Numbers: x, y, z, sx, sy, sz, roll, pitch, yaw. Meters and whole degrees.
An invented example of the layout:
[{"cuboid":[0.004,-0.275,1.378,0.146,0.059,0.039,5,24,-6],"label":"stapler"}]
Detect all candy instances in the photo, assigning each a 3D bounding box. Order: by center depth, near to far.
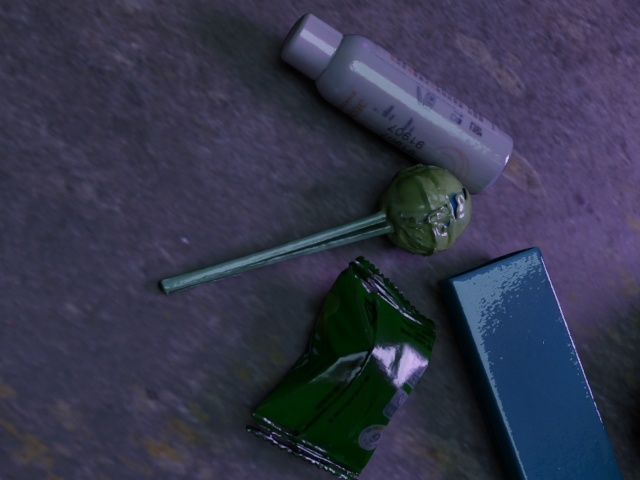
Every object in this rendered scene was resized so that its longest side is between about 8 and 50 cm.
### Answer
[{"cuboid":[0.033,0.130,0.797,0.141,0.078,0.203,33,76,-12],"label":"candy"},{"cuboid":[0.000,0.000,0.816,0.336,0.092,0.093,-15,126,-15],"label":"candy"}]

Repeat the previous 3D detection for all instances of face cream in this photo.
[{"cuboid":[0.080,-0.149,0.860,0.269,0.082,0.082,30,72,-12],"label":"face cream"}]

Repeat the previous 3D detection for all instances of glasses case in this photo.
[{"cuboid":[0.227,0.167,0.871,0.117,0.070,0.300,-18,89,-16],"label":"glasses case"}]
